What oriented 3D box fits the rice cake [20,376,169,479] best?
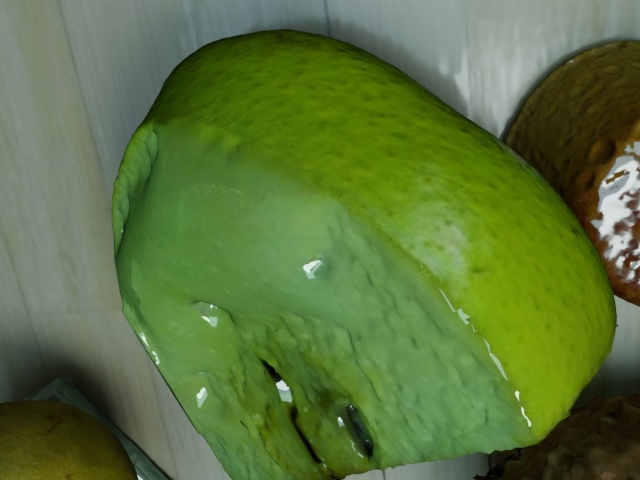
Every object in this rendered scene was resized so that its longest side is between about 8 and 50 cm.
[{"bbox_3d":[-0.235,0.253,0.695,0.127,0.043,0.237,-35,101,15],"label":"rice cake"}]

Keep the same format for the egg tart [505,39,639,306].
[{"bbox_3d":[0.242,-0.040,0.491,0.202,0.147,0.203,3,111,7],"label":"egg tart"}]

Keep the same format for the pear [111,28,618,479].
[{"bbox_3d":[0.000,0.000,0.486,0.318,0.238,0.342,55,140,0],"label":"pear"}]

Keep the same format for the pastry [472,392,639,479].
[{"bbox_3d":[0.327,0.299,0.510,0.404,0.337,0.293,0,118,5],"label":"pastry"}]

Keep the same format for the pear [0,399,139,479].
[{"bbox_3d":[-0.262,0.238,0.570,0.208,0.209,0.209,2,110,5],"label":"pear"}]
